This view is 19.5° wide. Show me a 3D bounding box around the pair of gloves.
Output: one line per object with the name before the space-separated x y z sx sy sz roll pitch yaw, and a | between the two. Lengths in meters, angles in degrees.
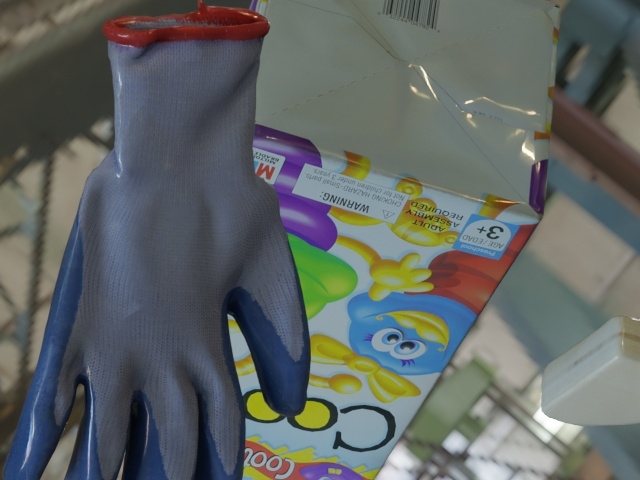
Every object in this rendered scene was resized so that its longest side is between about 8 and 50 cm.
pair of gloves | -0.087 0.015 0.487 0.198 0.023 0.159 -4 -79 -32

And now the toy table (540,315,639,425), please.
toy table | 0.241 0.043 0.878 0.274 0.161 0.252 -51 26 37

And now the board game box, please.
board game box | 0.000 0.000 0.939 0.275 0.144 0.142 116 168 -50
